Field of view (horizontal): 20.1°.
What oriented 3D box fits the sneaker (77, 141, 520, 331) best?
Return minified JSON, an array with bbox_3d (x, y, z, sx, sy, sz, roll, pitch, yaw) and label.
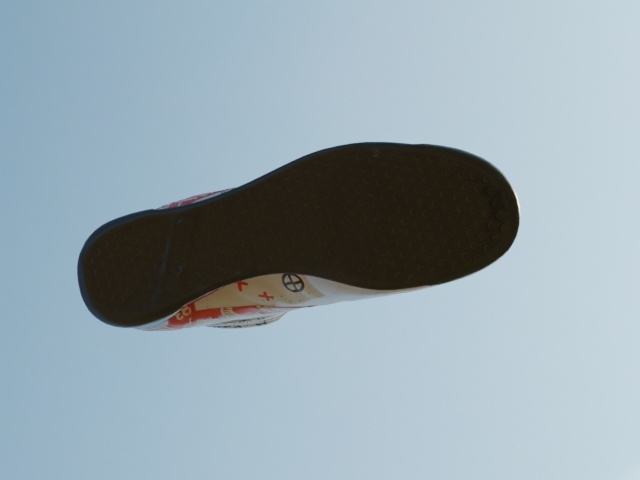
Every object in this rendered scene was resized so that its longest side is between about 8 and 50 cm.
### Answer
[{"bbox_3d":[-0.001,-0.001,1.103,0.145,0.270,0.090,4,-105,-73],"label":"sneaker"}]
